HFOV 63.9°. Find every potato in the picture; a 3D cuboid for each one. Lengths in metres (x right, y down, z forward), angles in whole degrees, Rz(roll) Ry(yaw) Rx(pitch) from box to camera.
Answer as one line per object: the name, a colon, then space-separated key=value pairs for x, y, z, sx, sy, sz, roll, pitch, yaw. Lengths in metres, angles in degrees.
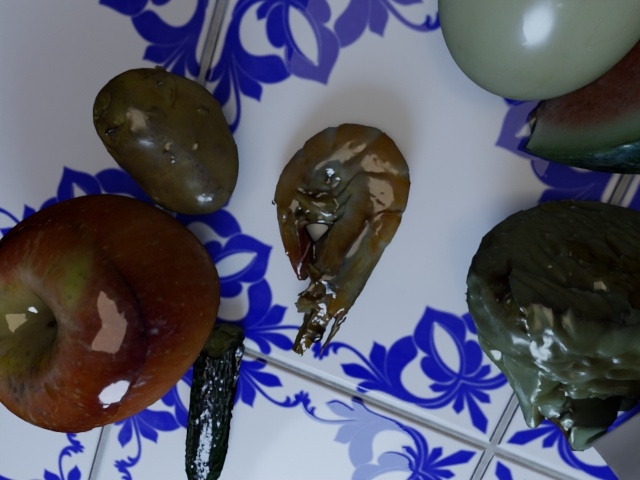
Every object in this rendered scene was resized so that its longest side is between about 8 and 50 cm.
potato: x=-0.167 y=-0.111 z=0.579 sx=0.137 sy=0.137 sz=0.176 roll=-25 pitch=118 yaw=13

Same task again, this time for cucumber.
cucumber: x=-0.146 y=0.232 z=0.676 sx=0.067 sy=0.067 sz=0.246 roll=11 pitch=102 yaw=6

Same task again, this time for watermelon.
watermelon: x=0.347 y=-0.168 z=0.462 sx=0.193 sy=0.232 sz=0.310 roll=30 pitch=150 yaw=-1

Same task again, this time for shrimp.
shrimp: x=0.000 y=0.000 z=0.605 sx=0.152 sy=0.063 sz=0.288 roll=25 pitch=101 yaw=5

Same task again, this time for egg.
egg: x=0.197 y=-0.231 z=0.441 sx=0.185 sy=0.242 sz=0.186 roll=-1 pitch=66 yaw=2

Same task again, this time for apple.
apple: x=-0.248 y=0.077 z=0.587 sx=0.251 sy=0.206 sz=0.272 roll=37 pitch=107 yaw=15

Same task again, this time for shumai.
shumai: x=0.269 y=0.091 z=0.547 sx=0.255 sy=0.189 sz=0.218 roll=5 pitch=124 yaw=2

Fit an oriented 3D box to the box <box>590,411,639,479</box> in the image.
box: x=0.369 y=0.198 z=0.515 sx=0.149 sy=0.233 sz=0.067 roll=-38 pitch=52 yaw=15
